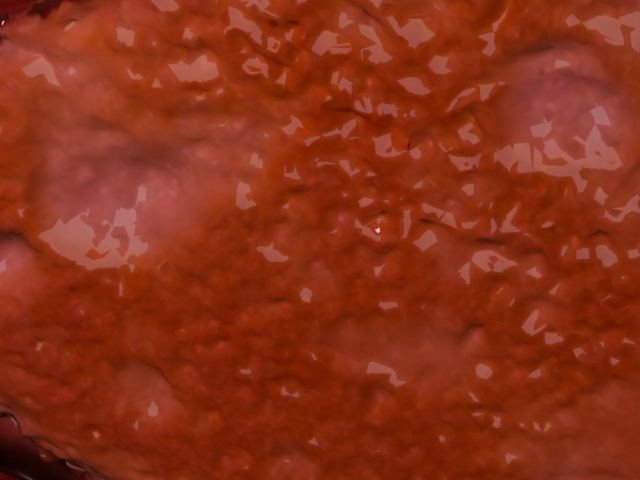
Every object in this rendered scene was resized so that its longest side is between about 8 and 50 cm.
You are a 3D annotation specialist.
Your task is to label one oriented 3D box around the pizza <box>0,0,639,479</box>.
[{"bbox_3d":[-0.014,0.021,0.691,0.392,0.080,0.435,6,126,15],"label":"pizza"}]
